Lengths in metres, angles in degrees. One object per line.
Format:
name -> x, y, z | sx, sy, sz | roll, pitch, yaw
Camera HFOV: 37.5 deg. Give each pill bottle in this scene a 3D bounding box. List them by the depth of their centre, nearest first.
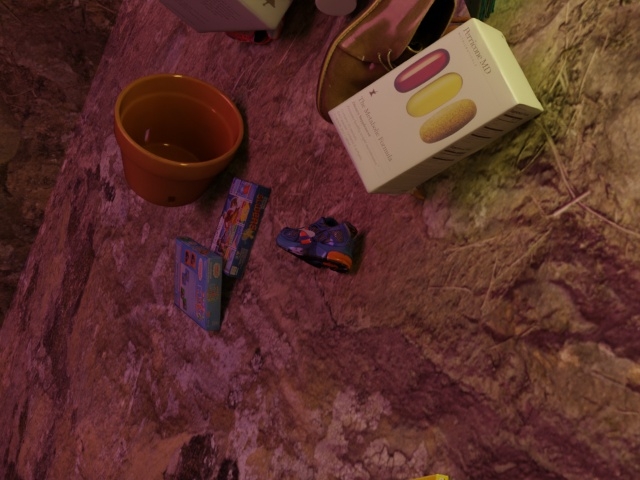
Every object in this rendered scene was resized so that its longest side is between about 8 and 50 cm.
pill bottle -> 0.037, -0.542, 1.863 | 0.108, 0.108, 0.180 | -27, 53, 52

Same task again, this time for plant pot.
plant pot -> -0.342, -0.215, 2.184 | 0.203, 0.291, 0.290 | 116, 153, -47

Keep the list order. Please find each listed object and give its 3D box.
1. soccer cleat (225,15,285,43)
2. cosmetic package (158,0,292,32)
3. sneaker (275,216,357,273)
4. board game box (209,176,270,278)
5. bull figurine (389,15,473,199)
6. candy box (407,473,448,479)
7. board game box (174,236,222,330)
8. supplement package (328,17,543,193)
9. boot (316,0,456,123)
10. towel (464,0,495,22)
soccer cleat -> -0.162, -0.495, 2.208 | 0.248, 0.083, 0.095 | -2, 77, 56
cosmetic package -> -0.223, -0.681, 2.066 | 0.394, 0.329, 0.327 | 18, 74, 56
sneaker -> 0.000, 0.000, 1.685 | 0.221, 0.083, 0.087 | 14, 73, 55
board game box -> -0.179, -0.030, 2.028 | 0.136, 0.035, 0.201 | 23, 94, 60
bull figurine -> 0.163, -0.214, 1.483 | 0.310, 0.101, 0.188 | -59, 30, 23
candy box -> 0.105, 0.395, 1.331 | 0.206, 0.027, 0.105 | -31, 46, 49
board game box -> -0.271, 0.092, 2.072 | 0.211, 0.039, 0.160 | 26, 116, 61
supplement package -> 0.161, -0.181, 1.322 | 0.244, 0.134, 0.139 | -31, 79, 25
boot -> 0.095, -0.286, 1.442 | 0.305, 0.112, 0.115 | -55, 40, 27
towel -> 0.211, -0.550, 1.416 | 0.271, 0.040, 0.370 | 98, 157, -69
